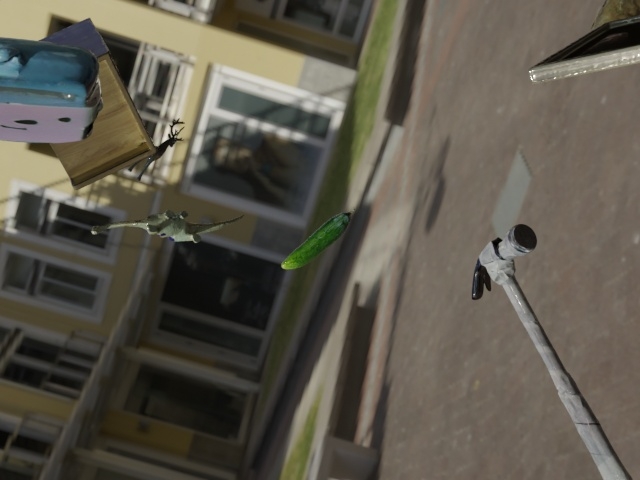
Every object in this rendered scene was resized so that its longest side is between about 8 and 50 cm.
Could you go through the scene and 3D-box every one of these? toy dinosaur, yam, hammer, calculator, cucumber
[{"bbox_3d":[-0.162,-0.016,1.095,0.058,0.180,0.037,11,96,64],"label":"toy dinosaur"},{"bbox_3d":[0.416,-0.364,1.259,0.061,0.061,0.274,128,167,-79],"label":"yam"},{"bbox_3d":[0.343,0.186,1.396,0.427,0.044,0.152,63,148,18],"label":"hammer"},{"bbox_3d":[-0.310,-0.150,1.001,0.293,0.173,0.051,156,117,-74],"label":"calculator"},{"bbox_3d":[0.000,0.000,1.749,0.168,0.039,0.039,-40,3,-3],"label":"cucumber"}]

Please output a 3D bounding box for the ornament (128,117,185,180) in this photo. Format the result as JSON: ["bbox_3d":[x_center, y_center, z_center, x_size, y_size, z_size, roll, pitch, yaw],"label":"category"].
[{"bbox_3d":[-0.276,-0.161,1.622,0.125,0.028,0.073,-42,-38,-10],"label":"ornament"}]

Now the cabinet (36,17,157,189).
[{"bbox_3d":[-0.372,-0.214,1.515,0.215,0.148,0.175,54,168,57],"label":"cabinet"}]

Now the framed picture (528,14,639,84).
[{"bbox_3d":[0.360,-0.200,0.886,0.213,0.289,0.016,-35,-68,-49],"label":"framed picture"}]
